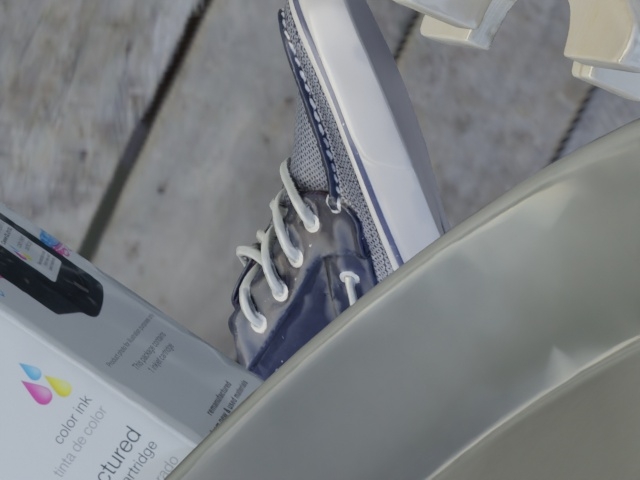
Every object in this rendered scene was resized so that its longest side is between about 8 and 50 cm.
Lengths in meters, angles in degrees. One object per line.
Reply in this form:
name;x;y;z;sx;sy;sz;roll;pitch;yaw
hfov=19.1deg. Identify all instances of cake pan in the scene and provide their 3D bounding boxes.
cake pan;0.011;0.084;0.398;0.293;0.293;0.054;-41;101;13

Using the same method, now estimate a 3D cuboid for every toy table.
toy table;0.172;-0.214;1.405;0.274;0.252;0.161;18;90;-22

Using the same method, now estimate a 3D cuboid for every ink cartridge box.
ink cartridge box;-0.125;0.057;0.602;0.175;0.072;0.127;34;108;-1

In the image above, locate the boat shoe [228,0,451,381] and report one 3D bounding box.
boat shoe;0.000;0.000;1.195;0.158;0.127;0.340;-17;116;9
